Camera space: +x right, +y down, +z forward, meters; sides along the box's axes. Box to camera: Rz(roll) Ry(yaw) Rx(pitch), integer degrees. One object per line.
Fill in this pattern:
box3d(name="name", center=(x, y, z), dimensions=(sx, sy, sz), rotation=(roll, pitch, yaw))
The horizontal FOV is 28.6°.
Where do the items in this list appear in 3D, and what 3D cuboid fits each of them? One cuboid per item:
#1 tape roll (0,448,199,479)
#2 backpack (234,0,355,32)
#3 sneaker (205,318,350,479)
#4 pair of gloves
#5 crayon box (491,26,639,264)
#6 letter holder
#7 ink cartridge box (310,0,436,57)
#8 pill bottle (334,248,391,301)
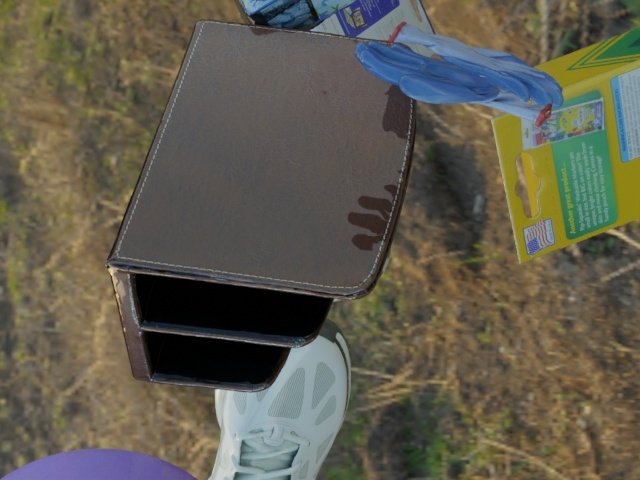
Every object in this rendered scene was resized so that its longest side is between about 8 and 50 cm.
box3d(name="tape roll", center=(-0.197, 0.324, 1.099), dimensions=(0.090, 0.275, 0.275), rotation=(-120, 51, -69))
box3d(name="backpack", center=(-0.024, -0.241, 1.164), dimensions=(0.114, 0.084, 0.105), rotation=(-27, 34, -2))
box3d(name="sneaker", center=(-0.058, 0.315, 1.473), dimensions=(0.257, 0.169, 0.447), rotation=(-96, 19, -55))
box3d(name="pair of gloves", center=(0.113, -0.130, 0.994), dimensions=(0.159, 0.198, 0.023), rotation=(21, 113, 9))
box3d(name="crayon box", center=(0.345, -0.126, 1.456), dimensions=(0.083, 0.323, 0.203), rotation=(-123, 14, -57))
box3d(name="letter holder", center=(-0.030, -0.031, 1.076), dimensions=(0.214, 0.152, 0.302), rotation=(6, 48, 7))
box3d(name="ink cartridge box", center=(0.055, -0.274, 1.680), dimensions=(0.065, 0.332, 0.165), rotation=(-18, 104, 32))
box3d(name="pill bottle", center=(0.000, 0.000, 2.021), dimensions=(0.204, 0.361, 0.204), rotation=(0, 88, 8))
